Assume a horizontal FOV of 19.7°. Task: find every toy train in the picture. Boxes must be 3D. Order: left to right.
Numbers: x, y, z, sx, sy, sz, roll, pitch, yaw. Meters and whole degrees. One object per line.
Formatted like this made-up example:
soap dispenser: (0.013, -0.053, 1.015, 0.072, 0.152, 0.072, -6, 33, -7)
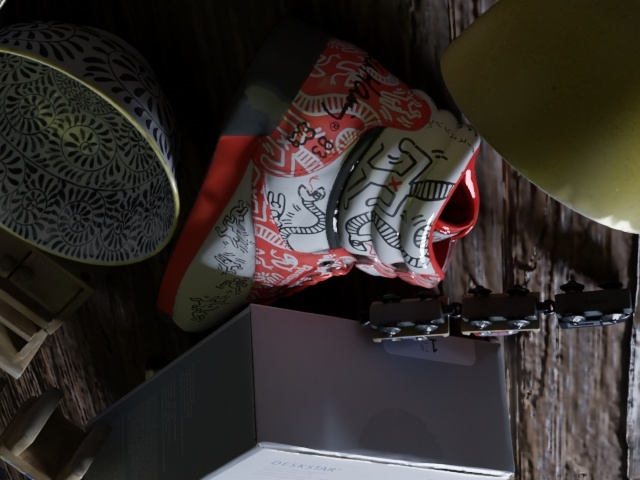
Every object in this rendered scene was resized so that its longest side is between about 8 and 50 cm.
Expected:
toy train: (0.101, 0.041, 1.062, 0.158, 0.027, 0.036, -4, 163, 13)

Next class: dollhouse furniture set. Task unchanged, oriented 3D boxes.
dollhouse furniture set: (-0.252, 0.092, 1.200, 0.212, 0.242, 0.161, 37, 143, -10)

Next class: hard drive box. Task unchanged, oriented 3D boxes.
hard drive box: (-0.019, 0.131, 1.161, 0.181, 0.089, 0.232, 11, 153, -30)

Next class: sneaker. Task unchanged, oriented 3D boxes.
sneaker: (0.000, 0.000, 1.057, 0.145, 0.090, 0.270, 29, 141, 4)

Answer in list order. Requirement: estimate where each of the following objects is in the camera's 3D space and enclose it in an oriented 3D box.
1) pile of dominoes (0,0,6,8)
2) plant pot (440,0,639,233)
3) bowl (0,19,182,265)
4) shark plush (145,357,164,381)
pile of dominoes: (-0.258, -0.161, 0.952, 0.196, 0.040, 0.251, 35, 103, -8)
plant pot: (0.137, -0.083, 0.856, 0.134, 0.134, 0.095, 34, 118, -6)
bowl: (-0.142, -0.072, 1.073, 0.170, 0.080, 0.170, 18, 142, 15)
shark plush: (-0.093, 0.151, 1.328, 0.067, 0.073, 0.161, -1, 138, -10)
